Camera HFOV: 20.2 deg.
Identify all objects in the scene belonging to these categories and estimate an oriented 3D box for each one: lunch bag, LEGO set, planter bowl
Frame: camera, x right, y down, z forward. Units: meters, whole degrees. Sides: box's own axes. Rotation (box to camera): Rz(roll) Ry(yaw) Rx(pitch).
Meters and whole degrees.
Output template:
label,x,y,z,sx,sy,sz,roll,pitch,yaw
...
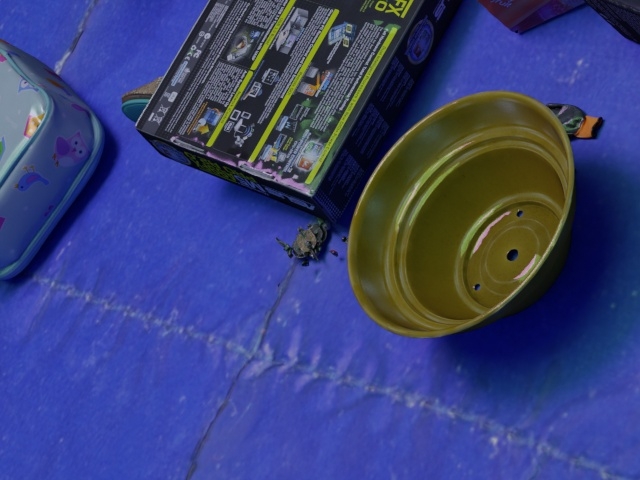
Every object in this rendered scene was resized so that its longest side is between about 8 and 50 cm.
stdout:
label,x,y,z,sx,sy,sz,roll,pitch,yaw
lunch bag,-0.363,-0.093,1.952,0.224,0.108,0.279,-57,39,6
LEGO set,0.000,0.002,1.615,0.083,0.023,0.054,19,80,35
planter bowl,0.133,-0.005,1.437,0.217,0.090,0.217,-24,50,32

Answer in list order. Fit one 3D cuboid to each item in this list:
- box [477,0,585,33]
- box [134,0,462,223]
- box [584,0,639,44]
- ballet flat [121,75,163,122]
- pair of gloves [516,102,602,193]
label,x,y,z,sx,sy,sz,roll,pitch,yaw
box,0.183,-0.356,1.576,0.142,0.154,0.300,-21,50,32
box,-0.016,-0.172,1.657,0.216,0.060,0.270,21,76,31
box,0.308,-0.222,1.411,0.156,0.093,0.158,-55,40,0
ballet flat,-0.109,-0.140,1.777,0.206,0.073,0.067,11,68,37
pair of gloves,0.191,-0.076,1.490,0.074,0.010,0.083,15,74,47
